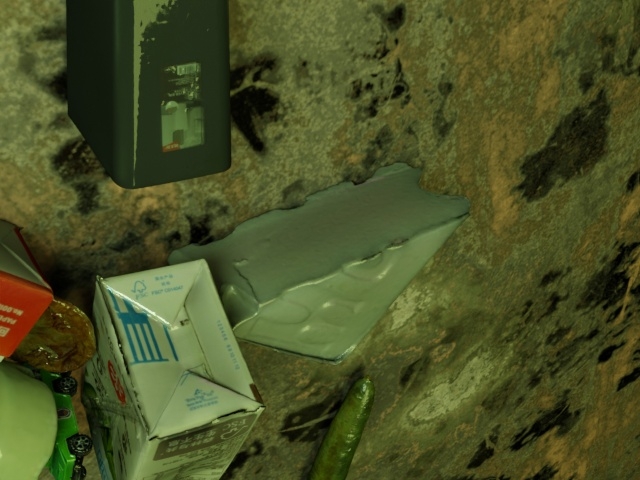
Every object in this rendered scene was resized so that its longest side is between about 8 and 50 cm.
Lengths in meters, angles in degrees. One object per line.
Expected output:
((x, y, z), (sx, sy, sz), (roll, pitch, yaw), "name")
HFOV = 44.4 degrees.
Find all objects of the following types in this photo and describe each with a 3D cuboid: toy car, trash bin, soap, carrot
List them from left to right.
((-0.315, 0.213, 0.922), (0.063, 0.165, 0.071), (-3, 132, -30), "toy car")
((-0.154, -0.189, 0.695), (0.115, 0.165, 0.225), (-13, 130, -29), "trash bin")
((0.000, 0.000, 0.994), (0.258, 0.159, 0.302), (25, 106, -45), "soap")
((0.033, 0.383, 1.423), (0.074, 0.074, 0.358), (-6, 127, -35), "carrot")

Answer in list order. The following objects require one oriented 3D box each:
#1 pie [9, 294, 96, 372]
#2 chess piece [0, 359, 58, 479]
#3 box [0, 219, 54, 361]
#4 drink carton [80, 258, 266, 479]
((-0.294, 0.108, 0.866), (0.191, 0.088, 0.033), (-37, -163, 47), "pie")
((-0.469, 0.150, 0.717), (0.234, 0.234, 0.442), (-47, 145, 6), "chess piece")
((-0.364, 0.027, 0.739), (0.099, 0.133, 0.182), (-50, 140, 8), "box")
((-0.185, 0.188, 0.907), (0.132, 0.194, 0.324), (-9, 149, -27), "drink carton")
